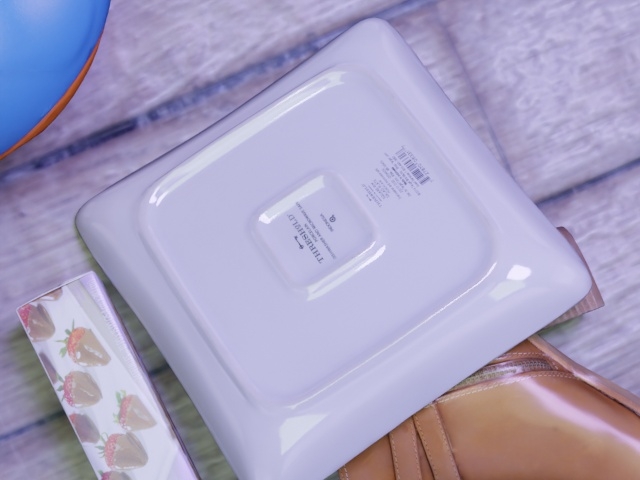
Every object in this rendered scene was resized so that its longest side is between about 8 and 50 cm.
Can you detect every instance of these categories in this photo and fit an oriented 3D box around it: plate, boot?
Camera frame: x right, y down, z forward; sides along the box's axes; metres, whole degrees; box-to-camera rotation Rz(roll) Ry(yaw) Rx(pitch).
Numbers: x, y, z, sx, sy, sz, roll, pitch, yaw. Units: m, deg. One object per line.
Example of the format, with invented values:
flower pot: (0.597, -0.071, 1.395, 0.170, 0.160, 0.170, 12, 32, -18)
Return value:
plate: (0.000, 0.000, 1.159, 0.278, 0.045, 0.277, -34, 65, -4)
boot: (0.122, 0.147, 1.157, 0.220, 0.109, 0.283, -23, 83, -5)

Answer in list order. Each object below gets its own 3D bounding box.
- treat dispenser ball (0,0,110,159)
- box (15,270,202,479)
treat dispenser ball: (-0.280, -0.179, 1.095, 0.288, 0.288, 0.288, 0, 84, -1)
box: (-0.114, 0.178, 1.173, 0.063, 0.067, 0.324, -27, 84, -4)
